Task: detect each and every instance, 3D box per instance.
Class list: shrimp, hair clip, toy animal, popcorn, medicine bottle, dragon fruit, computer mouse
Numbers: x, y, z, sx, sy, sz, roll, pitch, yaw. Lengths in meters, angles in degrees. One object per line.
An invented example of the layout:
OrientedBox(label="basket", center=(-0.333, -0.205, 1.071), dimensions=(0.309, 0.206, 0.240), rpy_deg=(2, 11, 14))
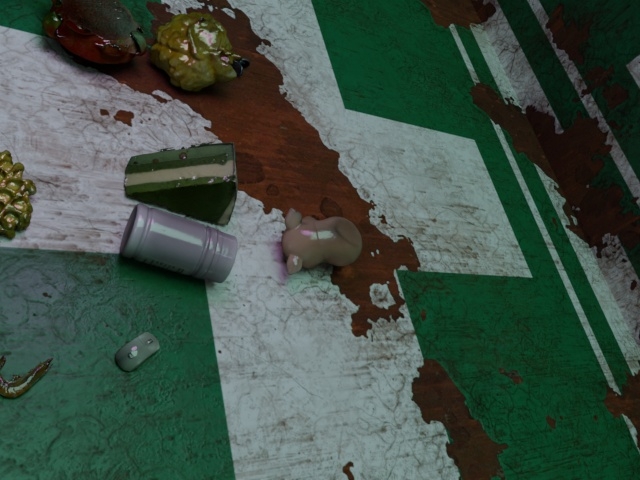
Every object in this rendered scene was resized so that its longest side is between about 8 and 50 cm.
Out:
OrientedBox(label="shrimp", center=(-0.579, 0.248, 1.169), dimensions=(0.083, 0.023, 0.114), rpy_deg=(46, 48, 3))
OrientedBox(label="hair clip", center=(-0.337, -0.616, 1.941), dimensions=(0.229, 0.039, 0.070), rpy_deg=(34, 47, -11))
OrientedBox(label="toy animal", center=(0.005, 0.008, 1.676), dimensions=(0.250, 0.154, 0.167), rpy_deg=(-2, 70, -34))
OrientedBox(label="popcorn", center=(-0.360, -0.558, 1.772), dimensions=(0.265, 0.192, 0.233), rpy_deg=(21, 54, -1))
OrientedBox(label="medicine bottle", center=(-0.335, 0.010, 1.437), dimensions=(0.249, 0.133, 0.133), rpy_deg=(18, 51, -24))
OrientedBox(label="dragon fruit", center=(-0.619, -0.585, 1.643), dimensions=(0.295, 0.130, 0.268), rpy_deg=(39, 45, -8))
OrientedBox(label="computer mouse", center=(-0.391, 0.235, 1.309), dimensions=(0.056, 0.032, 0.110), rpy_deg=(49, 45, 2))

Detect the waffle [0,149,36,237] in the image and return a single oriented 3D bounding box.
OrientedBox(label="waffle", center=(-0.738, -0.106, 1.275), dimensions=(0.249, 0.056, 0.253), rpy_deg=(-28, 81, -45))

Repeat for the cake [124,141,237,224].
OrientedBox(label="cake", center=(-0.352, -0.135, 1.586), dimensions=(0.283, 0.172, 0.158), rpy_deg=(-6, 51, -2))
